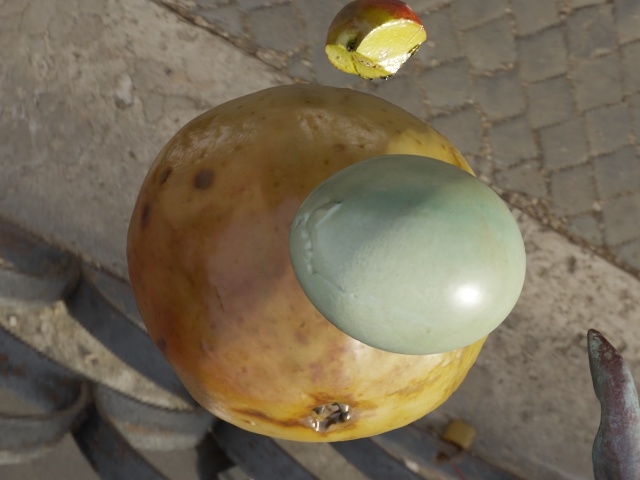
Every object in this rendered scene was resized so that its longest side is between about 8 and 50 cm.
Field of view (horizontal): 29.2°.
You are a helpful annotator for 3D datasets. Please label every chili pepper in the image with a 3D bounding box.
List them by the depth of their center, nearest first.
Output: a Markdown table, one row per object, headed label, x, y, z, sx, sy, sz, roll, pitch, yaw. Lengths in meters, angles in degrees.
| label | x | y | z | sx | sy | sz | roll | pitch | yaw |
| --- | --- | --- | --- | --- | --- | --- | --- | --- | --- |
| chili pepper | 0.184 | 0.130 | 0.745 | 0.041 | 0.050 | 0.153 | -2 | 88 | -22 |

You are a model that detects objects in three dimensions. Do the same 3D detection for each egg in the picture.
| label | x | y | z | sx | sy | sz | roll | pitch | yaw |
| --- | --- | --- | --- | --- | --- | --- | --- | --- | --- |
| egg | 0.050 | 0.008 | 0.699 | 0.152 | 0.114 | 0.114 | 17 | 102 | -39 |

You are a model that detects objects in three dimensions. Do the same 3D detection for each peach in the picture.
| label | x | y | z | sx | sy | sz | roll | pitch | yaw |
| --- | --- | --- | --- | --- | --- | --- | --- | --- | --- |
| peach | 0.082 | -0.315 | 1.855 | 0.151 | 0.151 | 0.118 | 13 | 72 | -18 |

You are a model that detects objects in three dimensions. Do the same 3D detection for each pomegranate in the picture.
| label | x | y | z | sx | sy | sz | roll | pitch | yaw |
| --- | --- | --- | --- | --- | --- | --- | --- | --- | --- |
| pomegranate | 0.000 | 0.000 | 1.253 | 0.410 | 0.410 | 0.410 | -4 | 106 | -13 |
